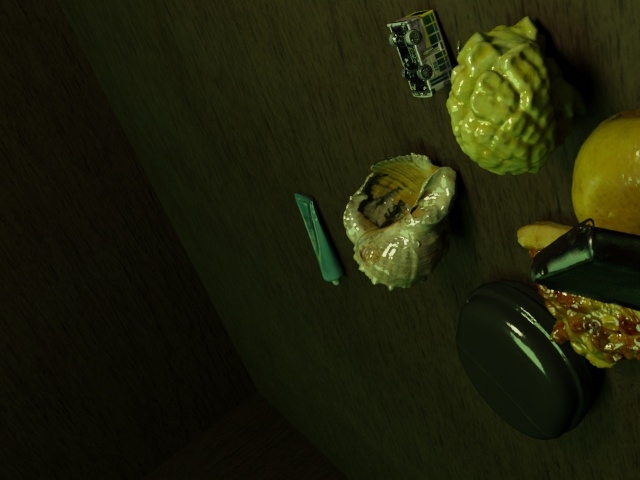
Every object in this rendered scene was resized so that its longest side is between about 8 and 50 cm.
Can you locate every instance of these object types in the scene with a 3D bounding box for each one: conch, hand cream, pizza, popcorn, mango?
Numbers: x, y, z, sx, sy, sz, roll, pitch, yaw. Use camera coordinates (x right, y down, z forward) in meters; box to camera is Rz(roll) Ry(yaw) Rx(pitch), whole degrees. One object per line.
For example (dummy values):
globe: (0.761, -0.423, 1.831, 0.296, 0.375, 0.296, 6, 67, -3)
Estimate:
conch: (0.129, -0.037, 1.365, 0.178, 0.163, 0.245, 36, 129, 5)
hand cream: (0.000, 0.000, 1.909, 0.083, 0.048, 0.224, 24, 140, 61)
pizza: (0.359, 0.095, 1.133, 0.289, 0.081, 0.229, 38, 156, 36)
popcorn: (0.205, -0.161, 0.967, 0.142, 0.173, 0.174, -4, 123, 43)
mango: (0.348, -0.057, 0.822, 0.167, 0.130, 0.262, 50, 155, -16)

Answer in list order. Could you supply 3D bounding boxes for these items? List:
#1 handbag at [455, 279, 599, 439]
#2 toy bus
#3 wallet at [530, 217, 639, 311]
handbag: (0.314, 0.190, 1.386, 0.254, 0.093, 0.308, 44, 159, 27)
toy bus: (0.133, -0.242, 1.134, 0.052, 0.058, 0.102, 18, 134, 62)
wallet: (0.369, 0.050, 0.828, 0.317, 0.045, 0.172, 14, 164, -3)
